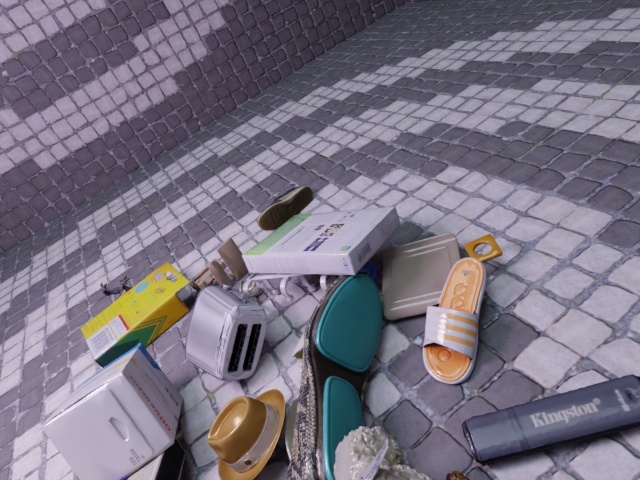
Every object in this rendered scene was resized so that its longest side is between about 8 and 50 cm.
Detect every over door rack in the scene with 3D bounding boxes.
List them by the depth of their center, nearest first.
[{"bbox_3d":[-0.020,0.063,1.206,0.239,0.108,0.324,-8,24,27],"label":"over door rack"}]

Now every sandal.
[{"bbox_3d":[0.250,0.134,0.884,0.101,0.076,0.265,1,58,33],"label":"sandal"}]

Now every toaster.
[{"bbox_3d":[-0.216,0.220,1.058,0.146,0.129,0.227,16,92,43],"label":"toaster"}]

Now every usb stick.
[{"bbox_3d":[0.355,0.269,0.696,0.278,0.045,0.077,-20,33,11],"label":"usb stick"}]

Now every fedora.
[{"bbox_3d":[-0.148,0.352,0.863,0.194,0.079,0.194,-41,24,23],"label":"fedora"}]

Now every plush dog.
[{"bbox_3d":[0.129,0.377,0.566,0.210,0.225,0.262,-47,20,54],"label":"plush dog"}]

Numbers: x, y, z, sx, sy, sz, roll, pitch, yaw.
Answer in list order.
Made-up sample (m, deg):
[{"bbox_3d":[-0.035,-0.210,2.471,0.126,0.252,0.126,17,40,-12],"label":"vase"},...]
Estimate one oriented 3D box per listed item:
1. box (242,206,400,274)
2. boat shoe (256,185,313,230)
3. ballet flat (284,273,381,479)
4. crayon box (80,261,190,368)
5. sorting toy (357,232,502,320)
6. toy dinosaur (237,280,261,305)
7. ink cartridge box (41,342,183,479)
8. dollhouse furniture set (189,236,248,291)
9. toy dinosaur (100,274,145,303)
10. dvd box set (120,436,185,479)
[{"bbox_3d":[0.000,0.000,1.118,0.322,0.059,0.232,-1,28,38],"label":"box"},{"bbox_3d":[-0.124,-0.106,1.521,0.223,0.080,0.073,-39,29,-25],"label":"boat shoe"},{"bbox_3d":[0.008,0.267,0.870,0.182,0.164,0.483,-40,25,35],"label":"ballet flat"},{"bbox_3d":[-0.526,0.216,1.364,0.318,0.081,0.202,-41,36,-18],"label":"crayon box"},{"bbox_3d":[0.230,0.084,1.036,0.347,0.047,0.196,-17,42,21],"label":"sorting toy"},{"bbox_3d":[-0.195,0.157,1.251,0.183,0.053,0.093,-1,56,45],"label":"toy dinosaur"},{"bbox_3d":[-0.405,0.349,0.945,0.168,0.171,0.232,-34,7,-10],"label":"ink cartridge box"},{"bbox_3d":[-0.325,0.070,1.378,0.151,0.123,0.144,14,52,46],"label":"dollhouse furniture set"},{"bbox_3d":[-0.622,0.165,1.473,0.268,0.118,0.064,-31,49,-3],"label":"toy dinosaur"},{"bbox_3d":[-0.440,0.531,0.784,0.420,0.062,0.307,-33,6,-8],"label":"dvd box set"}]
